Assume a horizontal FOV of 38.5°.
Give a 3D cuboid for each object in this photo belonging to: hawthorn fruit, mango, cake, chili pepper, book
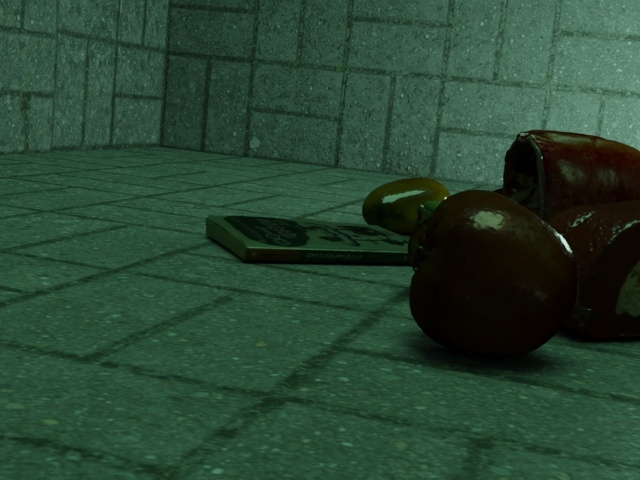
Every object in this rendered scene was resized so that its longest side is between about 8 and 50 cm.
[{"bbox_3d":[0.216,0.051,1.070,0.226,0.196,0.196,21,10,2],"label":"hawthorn fruit"},{"bbox_3d":[0.183,-0.074,2.004,0.221,0.120,0.151,-7,15,-24],"label":"mango"},{"bbox_3d":[0.421,0.036,1.263,0.283,0.177,0.151,0,10,-25],"label":"cake"},{"bbox_3d":[0.495,-0.089,1.831,0.305,0.251,0.229,4,8,-25],"label":"chili pepper"},{"bbox_3d":[0.000,0.000,1.677,0.371,0.043,0.260,2,10,-24],"label":"book"}]

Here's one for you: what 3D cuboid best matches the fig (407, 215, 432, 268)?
[{"bbox_3d":[0.213,0.041,1.312,0.149,0.149,0.245,4,22,-10],"label":"fig"}]

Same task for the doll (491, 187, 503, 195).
[{"bbox_3d":[0.409,-0.074,2.184,0.145,0.103,0.316,43,-15,-22],"label":"doll"}]

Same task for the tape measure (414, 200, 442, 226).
[{"bbox_3d":[0.291,-0.028,1.814,0.175,0.106,0.200,2,11,-5],"label":"tape measure"}]
